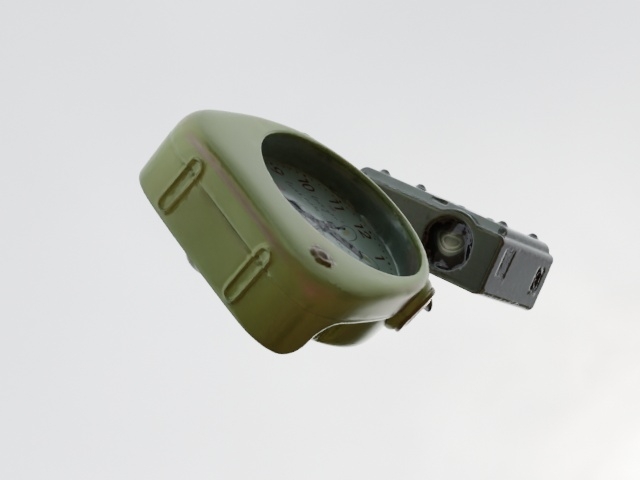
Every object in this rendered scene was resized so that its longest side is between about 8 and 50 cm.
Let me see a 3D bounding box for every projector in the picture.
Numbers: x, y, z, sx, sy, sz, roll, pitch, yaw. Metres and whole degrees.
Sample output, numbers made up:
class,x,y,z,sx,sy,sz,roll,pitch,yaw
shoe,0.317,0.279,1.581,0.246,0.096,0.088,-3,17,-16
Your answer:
class,x,y,z,sx,sy,sz,roll,pitch,yaw
projector,0.096,-0.004,1.534,0.115,0.147,0.061,15,-81,-61

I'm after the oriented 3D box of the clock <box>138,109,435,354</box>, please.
class,x,y,z,sx,sy,sz,roll,pitch,yaw
clock,0.000,0.000,1.277,0.069,0.170,0.232,-49,-28,21
